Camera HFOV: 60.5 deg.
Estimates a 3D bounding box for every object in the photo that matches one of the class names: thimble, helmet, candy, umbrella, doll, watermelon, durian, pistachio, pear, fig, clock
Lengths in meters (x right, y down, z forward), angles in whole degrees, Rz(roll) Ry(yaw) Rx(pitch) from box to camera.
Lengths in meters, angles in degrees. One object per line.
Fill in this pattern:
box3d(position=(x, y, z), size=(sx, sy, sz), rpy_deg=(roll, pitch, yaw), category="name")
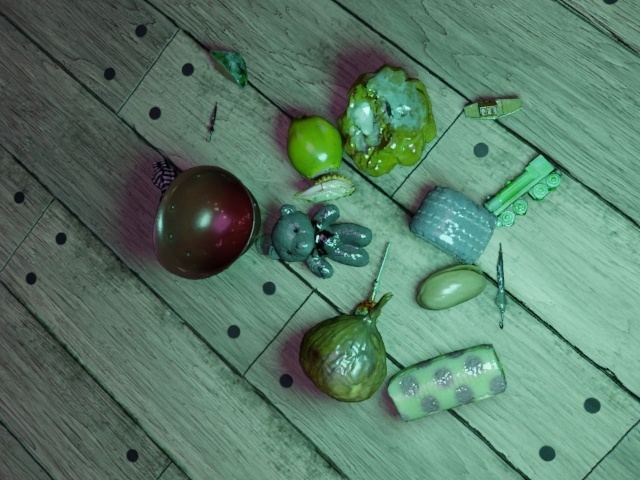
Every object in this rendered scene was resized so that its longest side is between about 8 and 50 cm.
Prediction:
box3d(position=(0.403, -0.048, 1.667), size=(0.236, 0.205, 0.172), rpy_deg=(33, 94, 13), category="thimble")
box3d(position=(-0.344, -0.056, 1.827), size=(0.337, 0.230, 0.385), rpy_deg=(44, 105, 11), category="helmet")
box3d(position=(0.179, 0.142, 1.782), size=(0.084, 0.078, 0.287), rpy_deg=(18, 88, -17), category="candy")
box3d(position=(0.565, 0.142, 1.716), size=(0.044, 0.044, 0.269), rpy_deg=(-5, 77, 38), category="umbrella")
box3d(position=(-0.004, 0.001, 1.783), size=(0.340, 0.158, 0.245), rpy_deg=(14, 103, 10), category="doll")
box3d(position=(-0.307, -0.606, 1.935), size=(0.101, 0.080, 0.155), rpy_deg=(-35, 76, -26), category="watermelon")
box3d(position=(0.004, -0.169, 1.770), size=(0.224, 0.140, 0.078), rpy_deg=(-8, 87, -30), category="durian")
box3d(position=(0.404, 0.147, 1.708), size=(0.226, 0.136, 0.136), rpy_deg=(-21, 83, 4), category="pistachio")
box3d(position=(-0.023, -0.314, 1.792), size=(0.187, 0.187, 0.219), rpy_deg=(-19, 78, 12), category="pear")
box3d(position=(-0.381, -0.422, 1.956), size=(0.022, 0.022, 0.148), rpy_deg=(14, 87, 17), category="umbrella")
box3d(position=(0.119, 0.306, 1.674), size=(0.286, 0.286, 0.368), rpy_deg=(41, 102, 11), category="fig")
box3d(position=(-0.183, 0.012, 1.898), size=(0.083, 0.010, 0.074), rpy_deg=(-25, 82, 10), category="clock")
box3d(position=(-0.544, -0.186, 1.961), size=(0.091, 0.067, 0.219), rpy_deg=(-21, 78, 1), category="doll")

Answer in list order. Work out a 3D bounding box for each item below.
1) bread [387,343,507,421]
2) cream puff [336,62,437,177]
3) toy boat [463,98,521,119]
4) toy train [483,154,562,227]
box3d(position=(0.382, 0.424, 1.666), size=(0.338, 0.187, 0.155), rpy_deg=(-23, 86, 12), category="bread")
box3d(position=(0.210, -0.370, 1.730), size=(0.274, 0.270, 0.323), rpy_deg=(-15, 84, -23), category="cream puff")
box3d(position=(0.538, -0.412, 1.722), size=(0.172, 0.066, 0.065), rpy_deg=(-5, 84, 12), category="toy boat")
box3d(position=(0.619, -0.147, 1.688), size=(0.251, 0.085, 0.119), rpy_deg=(-39, 75, 7), category="toy train")
